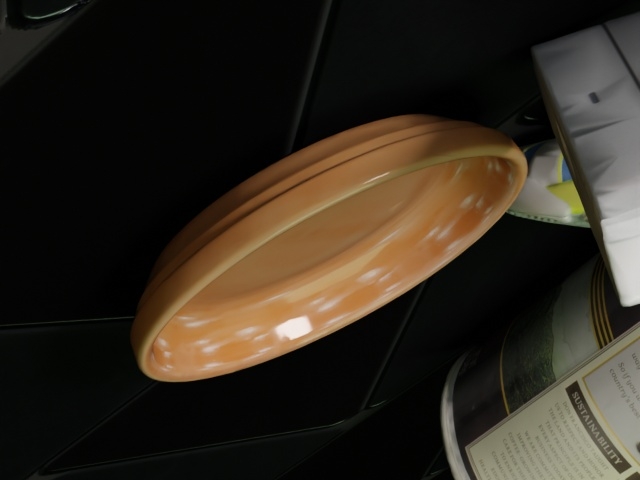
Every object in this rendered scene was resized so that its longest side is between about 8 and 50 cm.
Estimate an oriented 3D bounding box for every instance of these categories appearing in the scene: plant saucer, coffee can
[{"bbox_3d":[0.000,0.000,0.896,0.200,0.037,0.200,-27,164,-8],"label":"plant saucer"},{"bbox_3d":[0.237,0.084,1.240,0.201,0.201,0.275,-10,156,-47],"label":"coffee can"}]

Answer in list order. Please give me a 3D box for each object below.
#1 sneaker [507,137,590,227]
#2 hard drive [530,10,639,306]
[{"bbox_3d":[0.199,-0.069,0.947,0.240,0.126,0.091,-2,178,18],"label":"sneaker"},{"bbox_3d":[0.263,-0.082,0.737,0.353,0.047,0.233,-17,-162,6],"label":"hard drive"}]
